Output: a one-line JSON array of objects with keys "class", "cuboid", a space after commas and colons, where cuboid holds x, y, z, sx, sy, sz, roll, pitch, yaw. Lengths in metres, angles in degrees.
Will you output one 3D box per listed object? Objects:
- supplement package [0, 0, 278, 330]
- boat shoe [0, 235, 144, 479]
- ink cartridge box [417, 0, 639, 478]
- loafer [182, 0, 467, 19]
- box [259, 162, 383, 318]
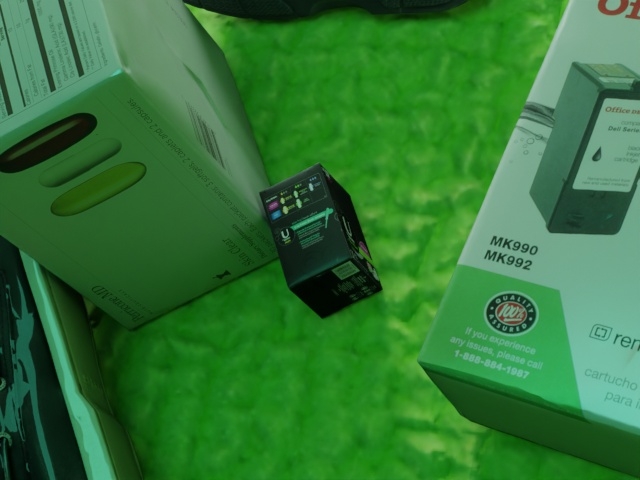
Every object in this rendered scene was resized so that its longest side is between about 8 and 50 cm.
[{"class": "supplement package", "cuboid": [-0.157, -0.093, 0.955, 0.145, 0.262, 0.204, -26, 58, 11]}, {"class": "boat shoe", "cuboid": [-0.217, 0.092, 0.975, 0.113, 0.127, 0.340, -23, 68, -1]}, {"class": "ink cartridge box", "cuboid": [0.215, -0.008, 0.832, 0.211, 0.121, 0.289, 15, 72, 29]}, {"class": "loafer", "cuboid": [-0.011, -0.238, 1.072, 0.302, 0.109, 0.095, 8, 50, 20]}, {"class": "box", "cuboid": [0.000, 0.000, 0.960, 0.052, 0.062, 0.083, -26, 58, 12]}]
